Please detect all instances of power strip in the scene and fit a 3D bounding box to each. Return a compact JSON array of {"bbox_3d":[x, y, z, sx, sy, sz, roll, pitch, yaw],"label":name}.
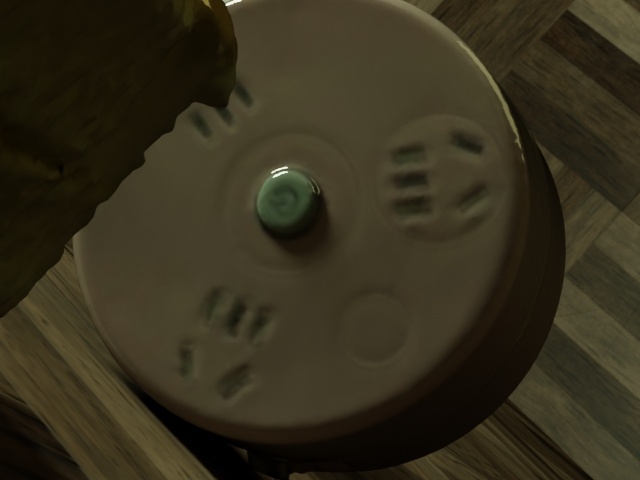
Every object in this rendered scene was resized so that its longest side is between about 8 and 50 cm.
[{"bbox_3d":[0.000,0.000,0.638,0.154,0.154,0.078,43,0,22],"label":"power strip"}]

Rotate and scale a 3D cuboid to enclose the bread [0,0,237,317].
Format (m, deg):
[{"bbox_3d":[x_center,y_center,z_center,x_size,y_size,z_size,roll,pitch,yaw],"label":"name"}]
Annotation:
[{"bbox_3d":[-0.149,-0.100,0.382,0.239,0.111,0.246,42,2,18],"label":"bread"}]

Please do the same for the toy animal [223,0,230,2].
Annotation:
[{"bbox_3d":[-0.045,-0.044,0.900,0.282,0.138,0.140,39,-5,43],"label":"toy animal"}]
